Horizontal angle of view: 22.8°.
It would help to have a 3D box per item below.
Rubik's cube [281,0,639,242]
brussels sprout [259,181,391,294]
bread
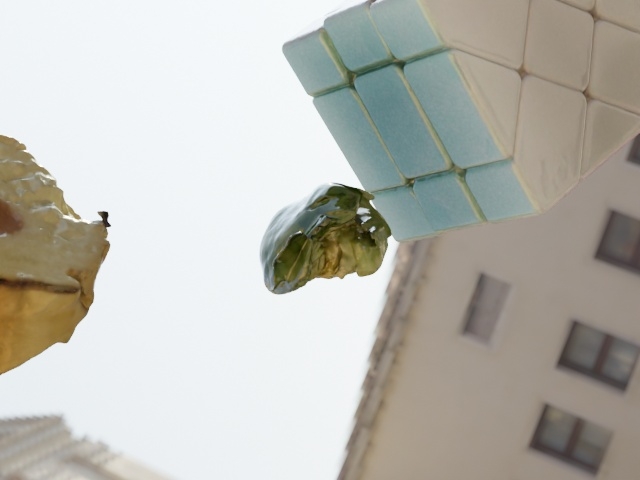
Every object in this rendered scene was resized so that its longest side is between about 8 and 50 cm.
[{"bbox_3d":[0.205,-0.220,2.018,0.319,0.316,0.322,-38,-77,-30],"label":"Rubik's cube"},{"bbox_3d":[-0.002,-0.003,1.594,0.100,0.139,0.181,57,-167,-19],"label":"brussels sprout"},{"bbox_3d":[-0.283,-0.010,1.259,0.224,0.211,0.184,61,-167,-45],"label":"bread"}]
